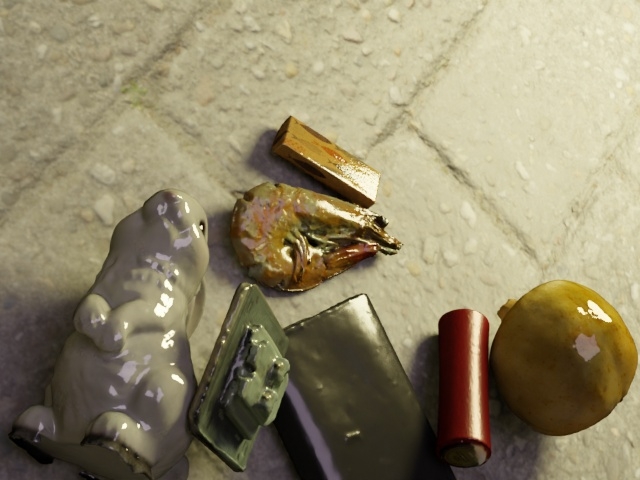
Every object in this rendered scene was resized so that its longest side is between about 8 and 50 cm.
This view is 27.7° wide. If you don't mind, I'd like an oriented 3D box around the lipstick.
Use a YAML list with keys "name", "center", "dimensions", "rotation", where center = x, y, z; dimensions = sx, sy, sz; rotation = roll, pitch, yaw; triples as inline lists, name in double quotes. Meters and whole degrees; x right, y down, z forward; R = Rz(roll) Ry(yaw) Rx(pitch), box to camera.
- name: "lipstick"
  center: [0.205, 0.209, 1.854]
  dimensions: [0.080, 0.080, 0.241]
  rotation: [27, 45, -23]

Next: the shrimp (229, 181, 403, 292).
- name: "shrimp"
  center: [0.000, 0.000, 1.850]
  dimensions: [0.294, 0.062, 0.154]
  rotation: [4, 82, -30]

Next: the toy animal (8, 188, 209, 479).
- name: "toy animal"
  center: [-0.214, 0.119, 1.570]
  dimensions: [0.258, 0.194, 0.357]
  rotation: [61, 41, -54]

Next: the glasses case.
- name: "glasses case"
  center: [0.009, -0.111, 1.906]
  dimensions: [0.170, 0.041, 0.064]
  rotation: [31, 46, -20]

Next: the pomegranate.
- name: "pomegranate"
  center: [0.359, 0.174, 1.918]
  dimensions: [0.233, 0.233, 0.233]
  rotation: [13, 66, -29]

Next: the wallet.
- name: "wallet"
  center: [0.063, 0.290, 1.776]
  dimensions: [0.228, 0.062, 0.406]
  rotation: [-22, 86, -38]

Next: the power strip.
- name: "power strip"
  center: [-0.077, 0.174, 1.589]
  dimensions: [0.065, 0.213, 0.198]
  rotation: [13, 70, 18]
